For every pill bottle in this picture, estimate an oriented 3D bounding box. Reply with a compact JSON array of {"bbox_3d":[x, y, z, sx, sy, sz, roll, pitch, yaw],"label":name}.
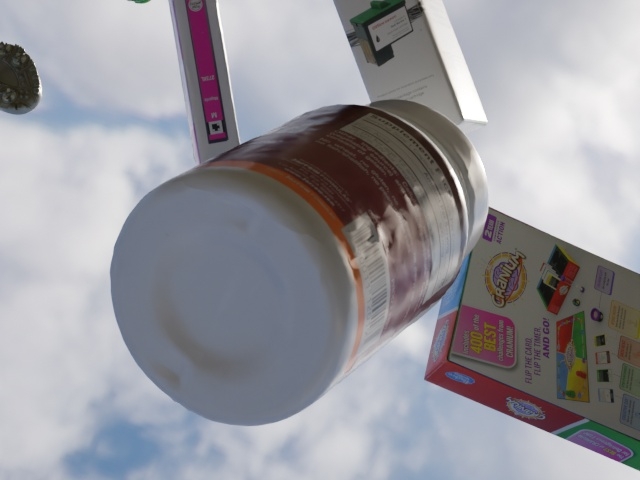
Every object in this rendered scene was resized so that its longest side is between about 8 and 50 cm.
[{"bbox_3d":[0.000,0.000,1.608,0.224,0.224,0.392,33,-153,14],"label":"pill bottle"}]

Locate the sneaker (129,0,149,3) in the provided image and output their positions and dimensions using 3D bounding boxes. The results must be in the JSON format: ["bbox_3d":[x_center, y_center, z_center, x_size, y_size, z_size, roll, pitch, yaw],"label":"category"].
[{"bbox_3d":[-0.279,-0.466,2.457,0.109,0.295,0.123,5,-151,12],"label":"sneaker"}]

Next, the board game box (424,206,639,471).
[{"bbox_3d":[0.301,0.120,2.197,0.316,0.064,0.242,24,-125,-11],"label":"board game box"}]

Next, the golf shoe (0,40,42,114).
[{"bbox_3d":[-0.338,-0.168,1.871,0.069,0.086,0.176,-42,-132,-12],"label":"golf shoe"}]

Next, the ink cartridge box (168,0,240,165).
[{"bbox_3d":[-0.149,-0.196,2.345,0.069,0.371,0.176,-12,-166,-6],"label":"ink cartridge box"}]

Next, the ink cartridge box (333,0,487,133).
[{"bbox_3d":[0.092,-0.212,1.913,0.160,0.092,0.219,-7,-105,-75],"label":"ink cartridge box"}]
